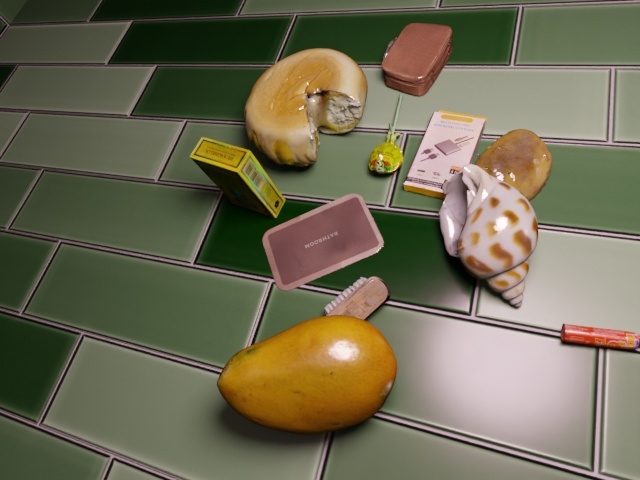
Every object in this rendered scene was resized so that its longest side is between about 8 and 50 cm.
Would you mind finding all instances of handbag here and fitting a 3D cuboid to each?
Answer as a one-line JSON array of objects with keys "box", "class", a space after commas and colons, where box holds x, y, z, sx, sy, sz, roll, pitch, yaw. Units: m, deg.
[{"box": [0.251, -0.483, 1.190, 0.151, 0.072, 0.193, 25, 75, 26], "class": "handbag"}]

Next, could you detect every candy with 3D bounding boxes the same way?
[{"box": [0.178, -0.267, 1.115, 0.077, 0.073, 0.261, 15, 61, 3], "class": "candy"}]

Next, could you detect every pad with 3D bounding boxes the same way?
[{"box": [0.000, 0.000, 1.057, 0.266, 0.002, 0.176, -24, 60, 4], "class": "pad"}]

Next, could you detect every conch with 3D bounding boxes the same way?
[{"box": [0.335, -0.010, 0.883, 0.149, 0.183, 0.274, 4, 80, -11], "class": "conch"}]

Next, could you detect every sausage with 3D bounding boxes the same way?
[{"box": [0.502, 0.173, 0.803, 0.130, 0.034, 0.034, 5, 66, 18], "class": "sausage"}]

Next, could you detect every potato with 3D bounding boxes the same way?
[{"box": [0.407, -0.166, 0.979, 0.164, 0.081, 0.200, 36, 76, 29], "class": "potato"}]

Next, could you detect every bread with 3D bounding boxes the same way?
[{"box": [-0.037, -0.335, 1.148, 0.334, 0.160, 0.332, -7, 61, 12], "class": "bread"}]

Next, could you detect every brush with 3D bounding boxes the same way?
[{"box": [0.002, 0.188, 0.932, 0.327, 0.070, 0.065, -42, 25, -2], "class": "brush"}]

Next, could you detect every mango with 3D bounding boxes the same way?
[{"box": [-0.020, 0.247, 0.818, 0.318, 0.211, 0.173, -11, 27, 1], "class": "mango"}]

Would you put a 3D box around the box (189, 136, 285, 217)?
[{"box": [-0.186, -0.141, 1.059, 0.141, 0.220, 0.064, 19, 71, 25], "class": "box"}]

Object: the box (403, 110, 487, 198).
[{"box": [0.295, -0.211, 1.059, 0.129, 0.033, 0.247, 16, 69, 23], "class": "box"}]
